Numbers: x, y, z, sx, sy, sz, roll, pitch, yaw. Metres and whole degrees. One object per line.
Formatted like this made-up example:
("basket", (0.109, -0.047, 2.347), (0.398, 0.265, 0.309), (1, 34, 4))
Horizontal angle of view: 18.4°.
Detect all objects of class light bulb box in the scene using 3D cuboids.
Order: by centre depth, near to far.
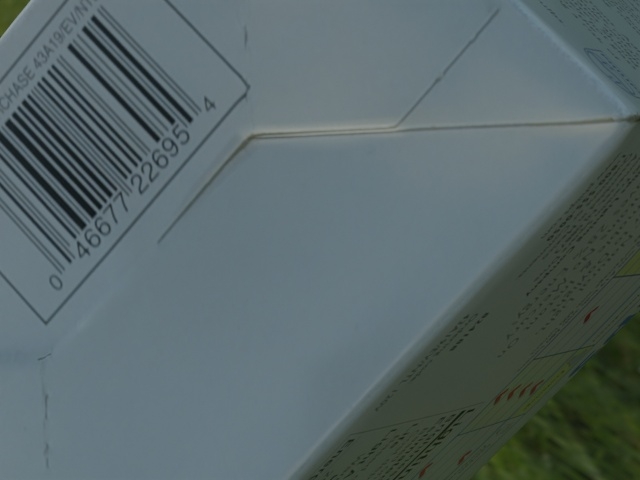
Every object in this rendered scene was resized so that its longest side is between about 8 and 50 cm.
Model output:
("light bulb box", (0.000, 0.000, 0.944), (0.358, 0.225, 0.361), (-47, -15, 16))
